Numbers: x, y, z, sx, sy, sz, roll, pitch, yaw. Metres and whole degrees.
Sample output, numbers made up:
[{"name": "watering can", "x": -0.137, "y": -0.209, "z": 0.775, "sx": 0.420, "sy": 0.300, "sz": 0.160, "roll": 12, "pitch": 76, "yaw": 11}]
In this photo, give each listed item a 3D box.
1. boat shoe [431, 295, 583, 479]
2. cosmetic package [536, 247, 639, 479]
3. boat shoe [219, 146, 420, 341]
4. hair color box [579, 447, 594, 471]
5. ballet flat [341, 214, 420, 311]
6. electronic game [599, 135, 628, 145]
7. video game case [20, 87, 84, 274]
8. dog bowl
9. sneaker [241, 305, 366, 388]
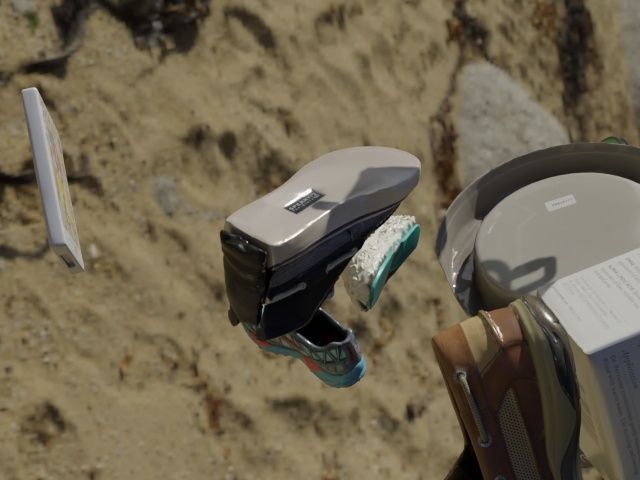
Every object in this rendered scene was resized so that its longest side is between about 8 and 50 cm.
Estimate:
[{"name": "boat shoe", "x": 0.157, "y": 0.208, "z": 1.042, "sx": 0.122, "sy": 0.120, "sz": 0.324, "roll": -123, "pitch": -158, "yaw": -79}, {"name": "cosmetic package", "x": 0.443, "y": 0.095, "z": 1.282, "sx": 0.156, "sy": 0.385, "sz": 0.217, "roll": -117, "pitch": -173, "yaw": -65}, {"name": "boat shoe", "x": 0.000, "y": 0.000, "z": 1.618, "sx": 0.340, "sy": 0.127, "sz": 0.158, "roll": -28, "pitch": 134, "yaw": -39}, {"name": "hair color box", "x": 0.429, "y": 0.195, "z": 2.191, "sx": 0.185, "sy": 0.113, "sz": 0.374, "roll": 29, "pitch": 52, "yaw": -30}, {"name": "ballet flat", "x": 0.106, "y": 0.041, "z": 2.717, "sx": 0.409, "sy": 0.147, "sz": 0.147, "roll": -44, "pitch": 122, "yaw": -65}, {"name": "electronic game", "x": 0.436, "y": -0.068, "z": 2.048, "sx": 0.229, "sy": 0.048, "sz": 0.229, "roll": -61, "pitch": -172, "yaw": 15}, {"name": "video game case", "x": -0.378, "y": -0.079, "z": 1.776, "sx": 0.206, "sy": 0.026, "sz": 0.227, "roll": 108, "pitch": -31, "yaw": -78}, {"name": "dog bowl", "x": 0.327, "y": 0.018, "z": 1.615, "sx": 0.349, "sy": 0.348, "sz": 0.102, "roll": -78, "pitch": 156, "yaw": -48}, {"name": "sneaker", "x": -0.032, "y": 0.139, "z": 2.114, "sx": 0.104, "sy": 0.262, "sz": 0.125, "roll": -46, "pitch": 146, "yaw": -31}]
